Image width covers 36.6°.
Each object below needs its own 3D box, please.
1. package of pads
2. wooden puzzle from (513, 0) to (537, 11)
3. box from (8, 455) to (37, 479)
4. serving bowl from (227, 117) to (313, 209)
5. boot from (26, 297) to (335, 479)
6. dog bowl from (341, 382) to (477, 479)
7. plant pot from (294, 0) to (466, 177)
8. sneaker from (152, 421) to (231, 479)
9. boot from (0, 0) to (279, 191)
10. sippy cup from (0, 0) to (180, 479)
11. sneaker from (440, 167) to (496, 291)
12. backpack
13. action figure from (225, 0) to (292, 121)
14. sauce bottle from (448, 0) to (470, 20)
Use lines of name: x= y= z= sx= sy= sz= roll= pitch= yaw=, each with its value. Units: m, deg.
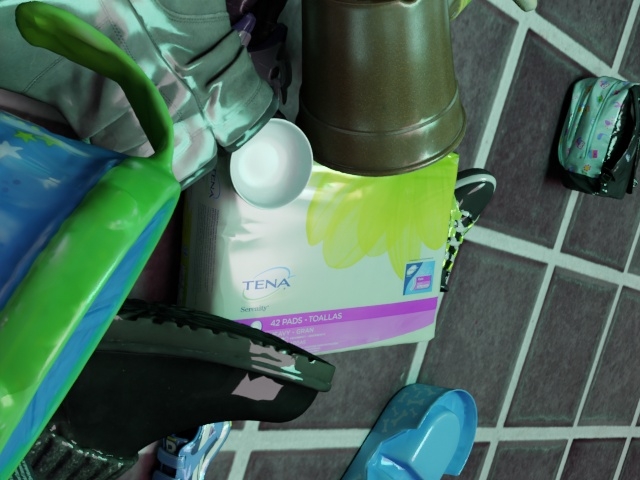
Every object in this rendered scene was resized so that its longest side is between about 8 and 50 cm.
package of pads: x=0.000 y=0.000 z=1.011 sx=0.297 sy=0.101 sz=0.229 roll=-5 pitch=108 yaw=-33
wooden puzzle: x=0.129 y=-0.442 z=0.968 sx=0.322 sy=0.080 sz=0.347 roll=33 pitch=60 yaw=-36
box: x=-0.342 y=0.197 z=0.636 sx=0.270 sy=0.143 sz=0.165 roll=18 pitch=91 yaw=-26
serving bowl: x=-0.049 y=-0.070 z=0.879 sx=0.083 sy=0.027 sz=0.083 roll=-8 pitch=106 yaw=-29
boot: x=-0.175 y=0.184 z=0.843 sx=0.348 sy=0.131 sz=0.260 roll=11 pitch=93 yaw=-16
dog bowl: x=0.108 y=0.328 z=1.342 sx=0.297 sy=0.074 sz=0.166 roll=-56 pitch=139 yaw=-17
plant pot: x=0.050 y=-0.172 z=0.881 sx=0.167 sy=0.167 sz=0.165 roll=-41 pitch=142 yaw=-31
sneaker: x=-0.150 y=0.236 z=1.023 sx=0.059 sy=0.053 sz=0.144 roll=43 pitch=63 yaw=-49
boot: x=-0.187 y=-0.109 z=0.732 sx=0.338 sy=0.118 sz=0.222 roll=-31 pitch=119 yaw=-22
sippy cup: x=-0.234 y=0.007 z=0.558 sx=0.240 sy=0.224 sz=0.305 roll=-55 pitch=-175 yaw=35
sneaker: x=0.140 y=0.019 z=1.170 sx=0.234 sy=0.097 sz=0.084 roll=-47 pitch=145 yaw=14
backpack: x=0.435 y=-0.160 z=1.487 sx=0.152 sy=0.115 sz=0.182 roll=-3 pitch=107 yaw=-61
action figure: x=-0.043 y=-0.259 z=0.895 sx=0.185 sy=0.099 sz=0.285 roll=-7 pitch=119 yaw=-65
sauce bottle: x=0.191 y=-0.374 z=1.117 sx=0.344 sy=0.111 sz=0.111 roll=-48 pitch=136 yaw=-23
